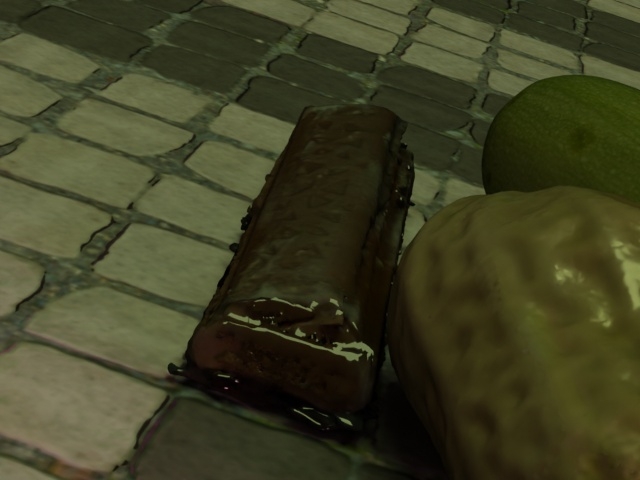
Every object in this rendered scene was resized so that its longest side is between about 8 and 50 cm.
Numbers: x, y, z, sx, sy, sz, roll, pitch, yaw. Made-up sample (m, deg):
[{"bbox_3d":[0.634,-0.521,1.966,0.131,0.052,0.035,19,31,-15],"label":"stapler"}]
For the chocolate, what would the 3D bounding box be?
[{"bbox_3d":[0.005,-0.004,0.805,0.102,0.065,0.329,18,24,0],"label":"chocolate"}]

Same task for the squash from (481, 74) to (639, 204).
[{"bbox_3d":[0.179,-0.023,0.897,0.132,0.132,0.247,2,25,-32],"label":"squash"}]

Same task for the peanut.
[{"bbox_3d":[0.121,0.071,0.610,0.152,0.152,0.313,11,25,-16],"label":"peanut"}]
